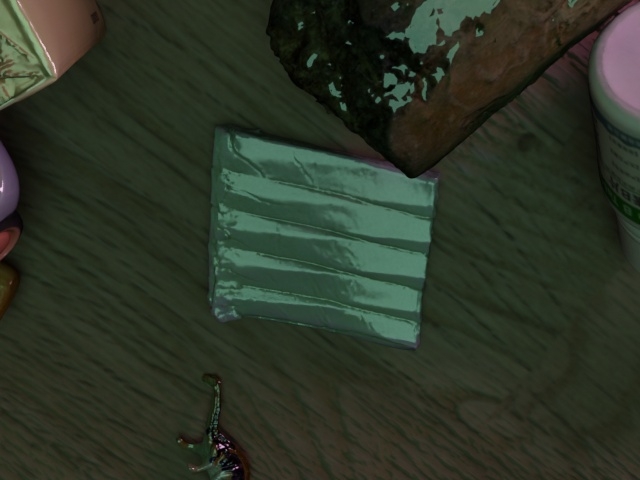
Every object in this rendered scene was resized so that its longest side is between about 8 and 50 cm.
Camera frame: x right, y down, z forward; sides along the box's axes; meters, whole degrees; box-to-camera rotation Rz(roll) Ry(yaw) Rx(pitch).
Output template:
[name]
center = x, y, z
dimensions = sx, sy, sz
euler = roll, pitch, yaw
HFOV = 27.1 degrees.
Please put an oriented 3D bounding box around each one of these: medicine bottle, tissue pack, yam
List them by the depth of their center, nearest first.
[tissue pack]
center = -0.263, -0.187, 1.016
dimensions = 0.125, 0.234, 0.159
euler = -26, 105, 7
[yam]
center = 0.116, -0.199, 1.023
dimensions = 0.300, 0.195, 0.195
euler = -39, 102, 10
[medicine bottle]
center = 0.282, -0.069, 1.035
dimensions = 0.139, 0.139, 0.237
euler = -14, 146, 6

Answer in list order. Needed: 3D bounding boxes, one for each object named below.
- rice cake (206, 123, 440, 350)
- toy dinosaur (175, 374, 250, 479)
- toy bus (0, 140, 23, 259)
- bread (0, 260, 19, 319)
[rice cake]
center = 0.000, 0.000, 1.165
dimensions = 0.198, 0.037, 0.189
euler = 5, 106, 1
[toy dinosaur]
center = -0.095, 0.214, 1.231
dimensions = 0.058, 0.037, 0.180
euler = -15, 105, 11
[toy bus]
center = -0.398, -0.009, 1.054
dimensions = 0.194, 0.232, 0.287
euler = 46, 107, 14
[bread]
center = -0.321, 0.037, 1.177
dimensions = 0.103, 0.049, 0.062
euler = 22, 79, -3
